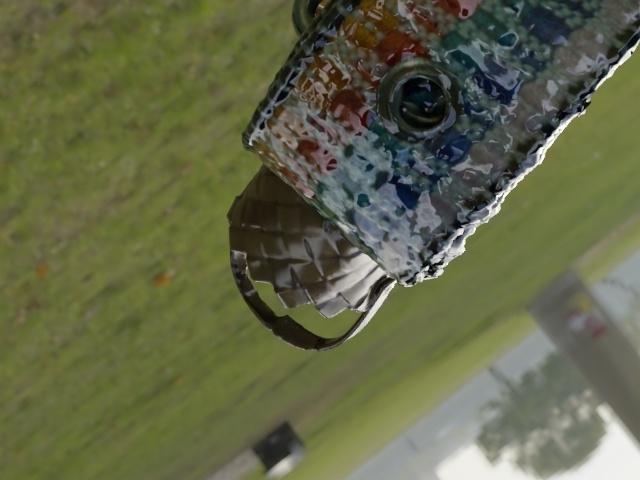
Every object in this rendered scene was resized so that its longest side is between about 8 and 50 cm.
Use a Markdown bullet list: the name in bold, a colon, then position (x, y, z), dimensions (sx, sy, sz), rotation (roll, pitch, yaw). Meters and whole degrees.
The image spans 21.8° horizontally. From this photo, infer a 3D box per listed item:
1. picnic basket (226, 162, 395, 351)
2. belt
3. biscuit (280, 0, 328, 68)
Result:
- **picnic basket**: position (0.000, 0.000, 1.174), dimensions (0.138, 0.128, 0.178), rotation (-27, 152, -44)
- **belt**: position (0.086, -0.130, 0.896), dimensions (0.295, 0.160, 0.207), rotation (-50, 178, -8)
- **biscuit**: position (0.045, -0.176, 1.446), dimensions (0.216, 0.047, 0.340), rotation (-52, 137, -21)
